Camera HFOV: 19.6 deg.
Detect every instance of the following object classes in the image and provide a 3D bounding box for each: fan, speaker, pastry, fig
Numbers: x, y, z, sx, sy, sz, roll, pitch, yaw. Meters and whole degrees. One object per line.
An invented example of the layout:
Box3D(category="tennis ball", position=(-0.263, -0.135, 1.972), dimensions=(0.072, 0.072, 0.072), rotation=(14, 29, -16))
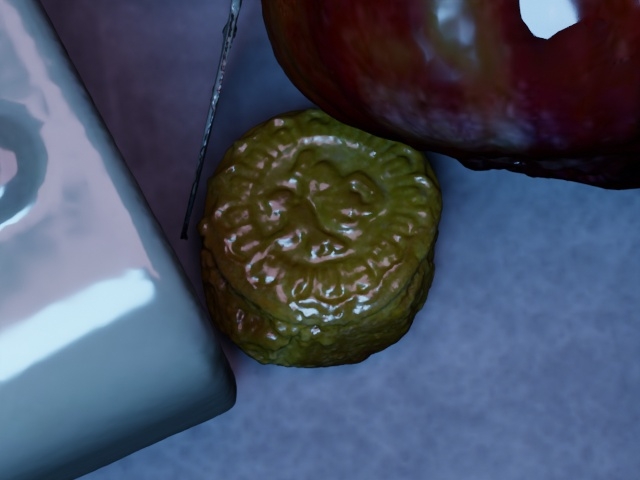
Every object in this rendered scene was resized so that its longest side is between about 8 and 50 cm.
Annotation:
Box3D(category="fan", position=(-0.036, -0.075, 0.712), dimensions=(0.005, 0.175, 0.113), rotation=(13, 50, -5))
Box3D(category="speaker", position=(-0.203, -0.079, 0.696), dimensions=(0.184, 0.183, 0.406), rotation=(-28, 81, -4))
Box3D(category="pastry", position=(0.000, 0.000, 0.752), dimensions=(0.097, 0.057, 0.109), rotation=(28, 72, 13))
Box3D(category="fig", position=(0.095, -0.127, 0.712), dimensions=(0.224, 0.224, 0.263), rotation=(13, 48, 3))
